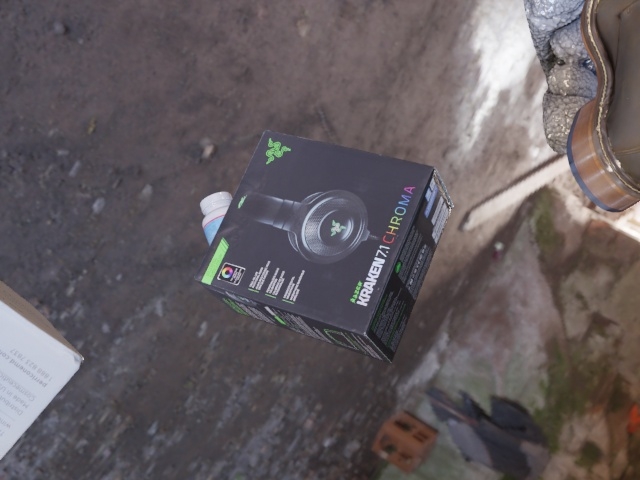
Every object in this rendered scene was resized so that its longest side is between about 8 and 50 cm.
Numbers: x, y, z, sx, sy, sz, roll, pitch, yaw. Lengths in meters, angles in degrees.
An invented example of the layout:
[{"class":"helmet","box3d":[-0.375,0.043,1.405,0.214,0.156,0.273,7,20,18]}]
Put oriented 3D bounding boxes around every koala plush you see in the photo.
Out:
[{"class":"koala plush","box3d":[0.349,-0.197,0.939,0.203,0.221,0.196,-5,86,-70]}]

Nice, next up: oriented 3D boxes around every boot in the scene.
[{"class":"boot","box3d":[0.219,-0.121,0.532,0.106,0.082,0.219,-36,-150,50]}]

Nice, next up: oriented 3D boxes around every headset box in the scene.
[{"class":"headset box","box3d":[0.000,0.000,1.207,0.246,0.283,0.131,-66,152,-15]}]

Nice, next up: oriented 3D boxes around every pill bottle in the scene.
[{"class":"pill bottle","box3d":[-0.181,-0.011,1.736,0.087,0.160,0.087,-21,164,-6]}]

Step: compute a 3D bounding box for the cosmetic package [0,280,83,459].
[{"class":"cosmetic package","box3d":[-0.629,0.183,1.374,0.327,0.329,0.394,-52,-157,-13]}]
